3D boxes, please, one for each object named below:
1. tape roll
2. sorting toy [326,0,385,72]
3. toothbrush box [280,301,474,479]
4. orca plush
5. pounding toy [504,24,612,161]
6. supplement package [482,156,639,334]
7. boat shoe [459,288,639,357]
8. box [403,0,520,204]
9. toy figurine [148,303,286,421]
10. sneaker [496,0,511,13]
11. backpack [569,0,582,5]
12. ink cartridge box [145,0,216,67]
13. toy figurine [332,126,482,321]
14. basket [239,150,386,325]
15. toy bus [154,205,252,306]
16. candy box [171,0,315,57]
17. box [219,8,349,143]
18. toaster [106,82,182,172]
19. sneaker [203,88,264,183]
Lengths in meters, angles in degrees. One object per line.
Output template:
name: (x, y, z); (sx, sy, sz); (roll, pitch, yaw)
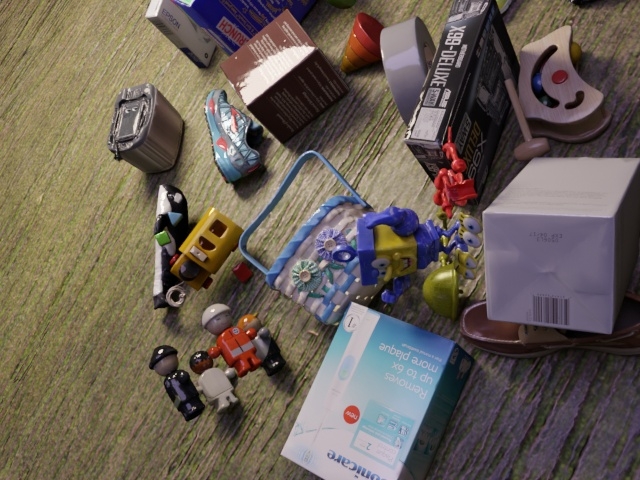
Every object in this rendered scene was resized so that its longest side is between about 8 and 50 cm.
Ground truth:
tape roll: (0.191, -0.324, 1.381); (0.072, 0.219, 0.219); (-16, 61, 23)
sorting toy: (0.011, -0.520, 1.586); (0.365, 0.127, 0.126); (50, 124, 4)
toothbrush box: (0.100, 0.286, 1.207); (0.216, 0.126, 0.295); (20, 79, 34)
orca plush: (-0.319, 0.013, 1.581); (0.102, 0.151, 0.287); (2, 62, -4)
pounding toy: (0.431, -0.275, 1.265); (0.154, 0.155, 0.269); (-5, 65, 32)
supplement package: (0.378, -0.007, 1.067); (0.178, 0.293, 0.175); (4, 113, 31)
boat shoe: (0.379, 0.121, 1.134); (0.324, 0.116, 0.123); (-7, 64, 26)
box: (0.271, -0.253, 1.292); (0.077, 0.242, 0.307); (12, 73, 32)
toy figurine: (-0.195, 0.227, 1.341); (0.213, 0.209, 0.148); (-40, 71, 11)
sneaker: (0.369, -0.565, 1.472); (0.081, 0.094, 0.208); (16, 78, 32)
backpack: (0.531, -0.540, 1.379); (0.105, 0.084, 0.114); (-10, 60, 22)
ink cartridge box: (-0.330, -0.598, 1.793); (0.045, 0.223, 0.224); (5, 72, 30)
toy figurine: (0.125, 0.004, 1.152); (0.217, 0.362, 0.191); (-10, 57, 0)
basket: (0.000, 0.000, 1.335); (0.289, 0.201, 0.254); (43, 105, 30)
toy bus: (-0.248, 0.027, 1.468); (0.191, 0.104, 0.202); (-10, 86, -5)
candy box: (-0.162, -0.607, 1.676); (0.122, 0.268, 0.317); (33, 86, 42)
box: (-0.080, -0.369, 1.583); (0.203, 0.167, 0.168); (-37, 56, 9)
toaster: (-0.432, -0.267, 1.741); (0.129, 0.146, 0.227); (-10, 63, 26)
sneaker: (-0.195, -0.254, 1.654); (0.125, 0.104, 0.261); (-16, 64, 2)
